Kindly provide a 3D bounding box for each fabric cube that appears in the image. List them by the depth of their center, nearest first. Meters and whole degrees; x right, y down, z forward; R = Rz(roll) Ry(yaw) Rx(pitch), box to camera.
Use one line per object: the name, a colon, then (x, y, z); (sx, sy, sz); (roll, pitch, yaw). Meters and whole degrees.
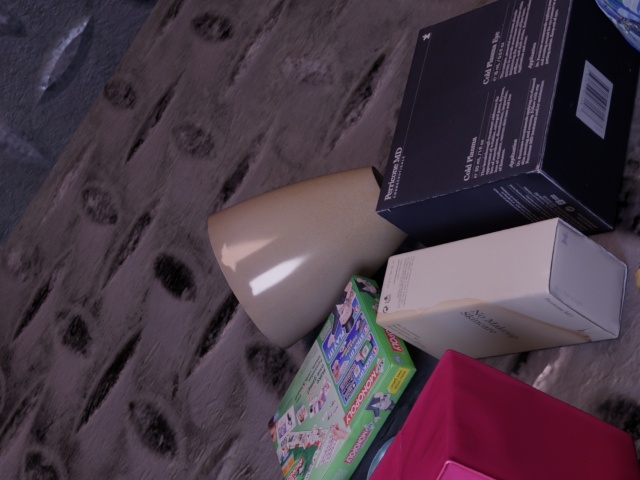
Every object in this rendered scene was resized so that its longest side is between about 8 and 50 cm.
fabric cube: (0.194, 0.324, 1.400); (0.259, 0.254, 0.258); (-62, 6, 21)

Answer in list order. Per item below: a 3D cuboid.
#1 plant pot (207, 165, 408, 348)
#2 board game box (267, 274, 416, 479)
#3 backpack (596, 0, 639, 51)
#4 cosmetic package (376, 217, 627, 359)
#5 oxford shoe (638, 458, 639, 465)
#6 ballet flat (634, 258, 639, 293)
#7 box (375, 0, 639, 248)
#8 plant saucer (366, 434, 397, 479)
plant pot: (0.000, 0.000, 2.065); (0.274, 0.256, 0.256); (-30, 40, 11)
board game box: (0.024, 0.240, 1.906); (0.317, 0.046, 0.213); (-61, 30, 27)
backpack: (0.516, -0.346, 1.671); (0.290, 0.273, 0.355); (-58, 21, 13)
cosmetic package: (0.244, 0.075, 1.734); (0.309, 0.160, 0.113); (-15, 54, 48)
oxford shoe: (0.434, 0.237, 1.436); (0.096, 0.083, 0.227); (34, 104, 54)
ballet flat: (0.530, 0.024, 1.463); (0.348, 0.123, 0.123); (-26, 45, 39)
box: (0.281, -0.176, 1.867); (0.312, 0.179, 0.343); (-12, 54, 46)
plant saucer: (0.116, 0.336, 1.811); (0.119, 0.021, 0.119); (-33, 41, 34)
